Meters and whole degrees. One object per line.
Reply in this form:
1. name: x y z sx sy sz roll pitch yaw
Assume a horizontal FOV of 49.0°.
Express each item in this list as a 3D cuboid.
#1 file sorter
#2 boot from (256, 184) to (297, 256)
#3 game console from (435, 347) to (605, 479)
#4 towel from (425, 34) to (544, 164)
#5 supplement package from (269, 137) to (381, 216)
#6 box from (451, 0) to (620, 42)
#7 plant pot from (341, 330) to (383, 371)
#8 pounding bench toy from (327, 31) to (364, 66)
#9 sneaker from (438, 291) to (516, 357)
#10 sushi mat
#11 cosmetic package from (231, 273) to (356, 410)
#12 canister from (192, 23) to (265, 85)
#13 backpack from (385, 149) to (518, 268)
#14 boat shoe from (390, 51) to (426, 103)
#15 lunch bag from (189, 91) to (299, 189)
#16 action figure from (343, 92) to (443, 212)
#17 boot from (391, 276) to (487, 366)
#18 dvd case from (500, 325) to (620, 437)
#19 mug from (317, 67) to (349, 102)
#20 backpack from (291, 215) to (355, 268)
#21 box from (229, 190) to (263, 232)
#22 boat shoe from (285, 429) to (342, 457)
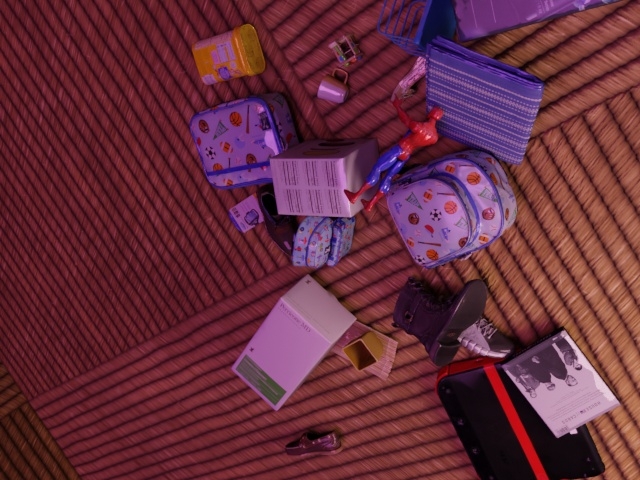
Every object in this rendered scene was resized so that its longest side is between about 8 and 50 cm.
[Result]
1. file sorter: 0.208 -0.460 1.483 0.104 0.170 0.118 22 99 26
2. boot: -0.115 -0.046 1.914 0.082 0.106 0.219 -28 97 0
3. game console: 0.511 0.472 1.844 0.342 0.060 0.386 -22 101 30
4. towel: 0.332 -0.284 1.471 0.243 0.040 0.336 27 166 16
5. supplement package: 0.018 -0.160 1.737 0.203 0.194 0.149 4 113 29
6. box: 0.435 -0.565 1.288 0.396 0.212 0.293 -7 108 32
7. plant pot: 0.126 0.296 1.934 0.081 0.083 0.081 -36 92 39
8. pounding bench toy: 0.055 -0.442 1.650 0.052 0.083 0.065 -24 98 36
9. sneaker: 0.388 0.200 1.762 0.229 0.086 0.132 20 119 23
10. sushi mat: 0.072 0.277 2.024 0.317 0.019 0.151 26 124 18
11. cosmetic package: -0.082 0.296 2.019 0.197 0.155 0.365 40 130 9
12. canister: -0.240 -0.476 1.816 0.170 0.073 0.126 -5 109 34
13. backpack: 0.300 -0.078 1.606 0.263 0.213 0.276 -26 97 32
14. boat shoe: 0.218 -0.364 1.611 0.048 0.056 0.153 45 120 11
15. lunch bag: -0.192 -0.255 1.863 0.303 0.115 0.243 -4 108 37
16. action figure: 0.160 -0.211 1.588 0.280 0.091 0.139 -45 43 22
17. boot: 0.279 0.159 1.752 0.263 0.091 0.229 -64 36 19
18. dvd case: 0.582 0.347 1.708 0.179 0.029 0.238 -36 98 20
19. mug: 0.036 -0.372 1.712 0.064 0.062 0.078 25 130 9
20. backpack: 0.000 0.000 1.838 0.117 0.173 0.158 23 121 20
21. box: -0.202 -0.079 2.012 0.136 0.028 0.081 -28 97 39
22. boat shoe: -0.027 0.638 2.225 0.207 0.073 0.073 -16 102 28
